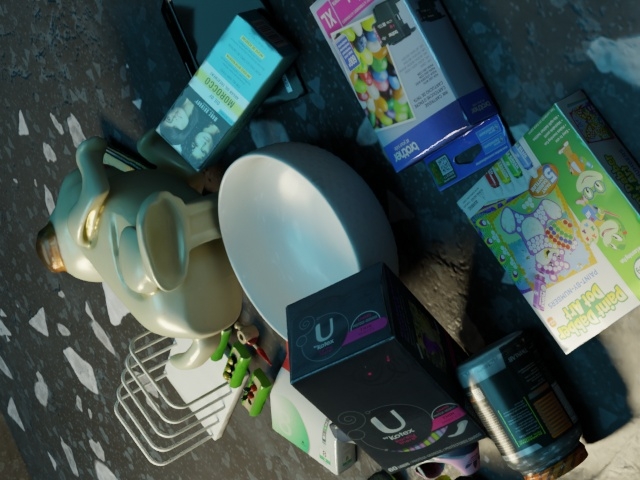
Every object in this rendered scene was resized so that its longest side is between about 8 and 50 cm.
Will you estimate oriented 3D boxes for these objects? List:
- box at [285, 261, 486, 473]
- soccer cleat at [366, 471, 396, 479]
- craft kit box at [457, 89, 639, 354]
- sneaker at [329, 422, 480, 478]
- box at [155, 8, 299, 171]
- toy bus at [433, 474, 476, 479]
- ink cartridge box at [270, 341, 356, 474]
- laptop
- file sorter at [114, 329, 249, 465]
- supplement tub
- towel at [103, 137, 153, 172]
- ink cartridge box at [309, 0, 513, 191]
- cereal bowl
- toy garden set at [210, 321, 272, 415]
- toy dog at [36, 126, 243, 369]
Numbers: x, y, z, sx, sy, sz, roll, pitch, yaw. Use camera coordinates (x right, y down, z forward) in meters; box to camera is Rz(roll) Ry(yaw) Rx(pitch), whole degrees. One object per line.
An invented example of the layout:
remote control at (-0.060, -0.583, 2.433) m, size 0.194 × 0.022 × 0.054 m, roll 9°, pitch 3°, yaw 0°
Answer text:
box at (0.092, 0.182, 1.623) m, size 0.165 × 0.143 × 0.270 m, roll -27°, pitch 131°, yaw 20°
soccer cleat at (0.081, 0.454, 2.049) m, size 0.060 × 0.072 × 0.179 m, roll 56°, pitch 146°, yaw 10°
craft kit box at (0.308, -0.015, 1.425) m, size 0.247 × 0.061 × 0.250 m, roll 53°, pitch 146°, yaw 10°
sneaker at (0.128, 0.320, 1.855) m, size 0.319 × 0.112 × 0.131 m, roll -18°, pitch 95°, yaw 58°
box at (-0.145, -0.227, 1.786) m, size 0.100 × 0.060 × 0.244 m, roll 44°, pitch 119°, yaw 7°
toy bus at (0.249, 0.498, 1.804) m, size 0.220 × 0.149 × 0.211 m, roll 16°, pitch 138°, yaw 45°
ink cartridge box at (-0.017, 0.284, 2.085) m, size 0.181 × 0.056 × 0.225 m, roll 29°, pitch 136°, yaw 40°
laptop at (-0.147, -0.307, 1.876) m, size 0.264 × 0.136 × 0.234 m, roll -163°, pitch 50°, yaw -80°
file sorter at (-0.295, 0.302, 2.369) m, size 0.193 × 0.173 × 0.278 m, roll 50°, pitch 146°, yaw 19°
supplement tub at (0.275, 0.229, 1.584) m, size 0.190 × 0.117 × 0.117 m, roll 61°, pitch 147°, yaw 4°
towel at (-0.313, -0.022, 2.287) m, size 0.370 × 0.040 × 0.271 m, roll 30°, pitch 136°, yaw 37°
ink cartridge box at (0.116, -0.218, 1.538) m, size 0.311 × 0.065 × 0.186 m, roll 60°, pitch 147°, yaw 0°
cereal bowl at (0.000, 0.000, 1.776) m, size 0.339 × 0.141 × 0.339 m, roll 34°, pitch 138°, yaw 38°
toy garden set at (-0.176, 0.186, 2.163) m, size 0.244 × 0.049 × 0.204 m, roll 52°, pitch 145°, yaw 23°
toy dog at (-0.301, -0.007, 2.020) m, size 0.408 × 0.284 × 0.395 m, roll 19°, pitch 128°, yaw 40°
